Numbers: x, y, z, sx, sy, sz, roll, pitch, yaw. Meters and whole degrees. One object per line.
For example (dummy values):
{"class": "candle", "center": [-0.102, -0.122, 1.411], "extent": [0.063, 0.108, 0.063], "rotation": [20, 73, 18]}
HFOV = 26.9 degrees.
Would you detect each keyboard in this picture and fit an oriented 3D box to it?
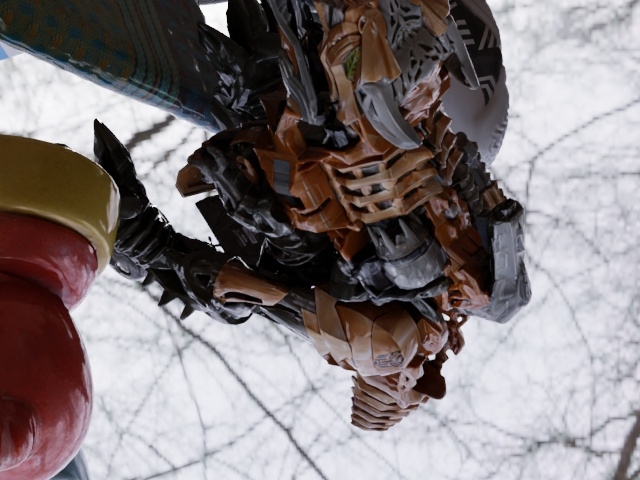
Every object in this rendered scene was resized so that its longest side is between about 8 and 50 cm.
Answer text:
{"class": "keyboard", "center": [-0.091, 0.010, 1.514], "extent": [0.100, 0.038, 0.192], "rotation": [-15, -142, -17]}

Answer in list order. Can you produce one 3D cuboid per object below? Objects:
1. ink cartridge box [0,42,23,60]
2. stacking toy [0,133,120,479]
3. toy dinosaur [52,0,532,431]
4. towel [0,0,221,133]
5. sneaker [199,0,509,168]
{"class": "ink cartridge box", "center": [-0.224, -0.212, 1.040], "extent": [0.143, 0.092, 0.090], "rotation": [-17, -115, 1]}
{"class": "stacking toy", "center": [-0.231, 0.086, 0.607], "extent": [0.279, 0.309, 0.130], "rotation": [-3, -116, -13]}
{"class": "toy dinosaur", "center": [0.000, 0.000, 0.617], "extent": [0.218, 0.322, 0.164], "rotation": [29, -140, 28]}
{"class": "towel", "center": [-0.197, -0.206, 0.643], "extent": [0.040, 0.370, 0.271], "rotation": [-33, -121, 24]}
{"class": "sneaker", "center": [0.000, -0.200, 1.093], "extent": [0.210, 0.137, 0.366], "rotation": [-17, -102, -23]}
